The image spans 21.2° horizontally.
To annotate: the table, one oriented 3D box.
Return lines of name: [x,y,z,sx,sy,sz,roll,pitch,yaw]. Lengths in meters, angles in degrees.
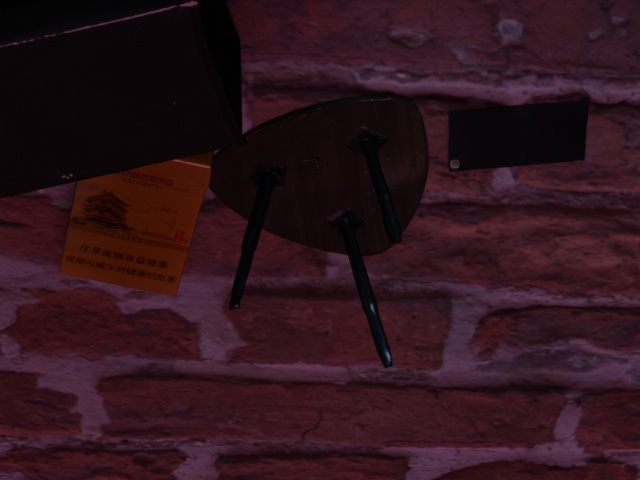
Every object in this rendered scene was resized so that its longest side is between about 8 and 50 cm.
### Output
table: [0.000,0.000,2.303,0.317,0.249,0.317,-2,137,-2]

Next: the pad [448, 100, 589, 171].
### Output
pad: [0.271,-0.142,2.347,0.193,0.004,0.116,-5,137,1]

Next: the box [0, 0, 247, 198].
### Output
box: [-0.281,-0.231,2.070,0.345,0.204,0.251,-11,137,7]

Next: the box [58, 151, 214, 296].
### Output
box: [-0.253,-0.050,2.350,0.174,0.076,0.274,11,136,-8]
